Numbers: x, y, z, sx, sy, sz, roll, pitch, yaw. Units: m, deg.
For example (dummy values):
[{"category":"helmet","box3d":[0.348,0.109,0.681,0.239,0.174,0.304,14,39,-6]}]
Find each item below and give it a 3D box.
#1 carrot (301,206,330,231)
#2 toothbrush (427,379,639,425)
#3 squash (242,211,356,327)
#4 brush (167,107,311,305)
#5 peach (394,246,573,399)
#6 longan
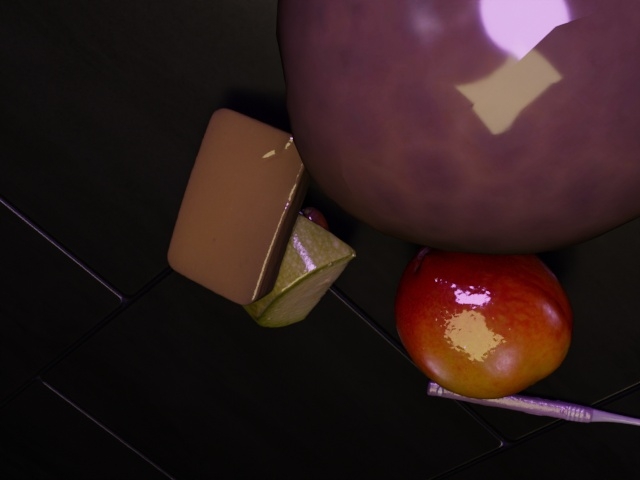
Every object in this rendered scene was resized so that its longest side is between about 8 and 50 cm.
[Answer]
[{"category":"carrot","box3d":[0.000,0.000,1.093,0.032,0.032,0.093,-9,127,21]},{"category":"toothbrush","box3d":[0.313,0.223,1.178,0.353,0.029,0.024,9,115,9]},{"category":"squash","box3d":[-0.078,0.039,1.090,0.184,0.085,0.192,29,140,-4]},{"category":"brush","box3d":[-0.086,-0.039,1.013,0.123,0.059,0.197,25,105,17]},{"category":"peach","box3d":[0.171,0.075,1.007,0.197,0.197,0.197,7,128,10]},{"category":"longan","box3d":[0.150,-0.155,0.749,0.404,0.336,0.404,-6,159,-2]}]
